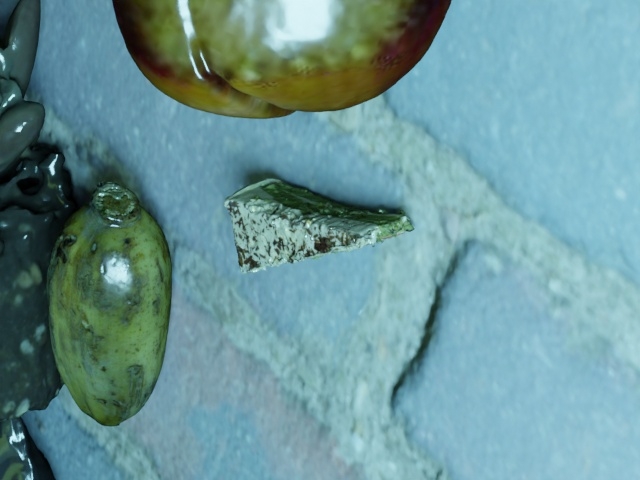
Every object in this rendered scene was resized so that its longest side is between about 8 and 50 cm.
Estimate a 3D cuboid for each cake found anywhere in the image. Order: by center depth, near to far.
[{"bbox_3d":[0.000,0.000,1.176,0.140,0.051,0.055,15,115,49],"label":"cake"}]

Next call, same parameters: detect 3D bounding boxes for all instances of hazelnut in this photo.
[{"bbox_3d":[-0.019,-0.157,1.077,0.208,0.208,0.208,16,111,49],"label":"hazelnut"}]

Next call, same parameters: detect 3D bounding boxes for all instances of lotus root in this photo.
[{"bbox_3d":[-0.143,0.044,1.343,0.089,0.080,0.179,27,124,39],"label":"lotus root"}]

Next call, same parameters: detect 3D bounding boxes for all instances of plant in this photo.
[{"bbox_3d":[-0.271,-0.033,1.425,0.182,0.194,0.320,11,112,37],"label":"plant"}]

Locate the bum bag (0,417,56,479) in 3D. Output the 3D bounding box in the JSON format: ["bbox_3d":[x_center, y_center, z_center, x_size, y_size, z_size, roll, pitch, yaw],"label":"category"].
[{"bbox_3d":[-0.209,0.279,1.475,0.340,0.095,0.144,69,156,15],"label":"bum bag"}]
